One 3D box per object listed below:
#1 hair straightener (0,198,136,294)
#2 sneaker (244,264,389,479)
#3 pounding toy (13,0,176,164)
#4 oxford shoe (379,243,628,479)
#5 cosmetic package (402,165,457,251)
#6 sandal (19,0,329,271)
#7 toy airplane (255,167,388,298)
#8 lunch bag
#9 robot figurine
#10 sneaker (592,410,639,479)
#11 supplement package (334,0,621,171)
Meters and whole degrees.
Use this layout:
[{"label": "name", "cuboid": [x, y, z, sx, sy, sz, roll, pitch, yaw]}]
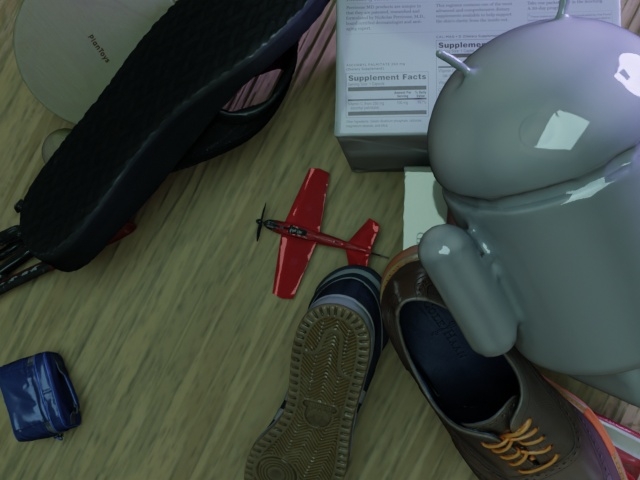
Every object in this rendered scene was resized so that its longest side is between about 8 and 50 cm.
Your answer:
[{"label": "hair straightener", "cuboid": [-0.324, 0.001, 1.206, 0.230, 0.047, 0.089, -28, 81, 7]}, {"label": "sneaker", "cuboid": [0.004, 0.157, 1.125, 0.099, 0.153, 0.282, 20, 116, 5]}, {"label": "pounding toy", "cuboid": [-0.236, -0.200, 1.199, 0.183, 0.110, 0.236, -5, 112, -5]}, {"label": "oxford shoe", "cuboid": [0.170, 0.175, 0.989, 0.130, 0.133, 0.363, -38, 97, 16]}, {"label": "cosmetic package", "cuboid": [0.231, 0.003, 1.086, 0.296, 0.129, 0.153, 0, 90, 7]}, {"label": "sandal", "cuboid": [-0.135, -0.140, 1.112, 0.446, 0.107, 0.167, -43, 47, 16]}, {"label": "toy airplane", "cuboid": [0.000, 0.000, 1.169, 0.151, 0.028, 0.151, -1, 85, 7]}, {"label": "lunch bag", "cuboid": [-0.298, 0.170, 1.164, 0.065, 0.067, 0.098, -21, 82, 4]}, {"label": "robot figurine", "cuboid": [0.213, -0.031, 0.886, 0.300, 0.200, 0.353, -37, 116, -21]}, {"label": "sneaker", "cuboid": [0.213, 0.213, 1.090, 0.221, 0.087, 0.128, 24, 85, 10]}, {"label": "supplement package", "cuboid": [0.153, -0.156, 1.080, 0.262, 0.204, 0.145, 0, 84, 6]}]
